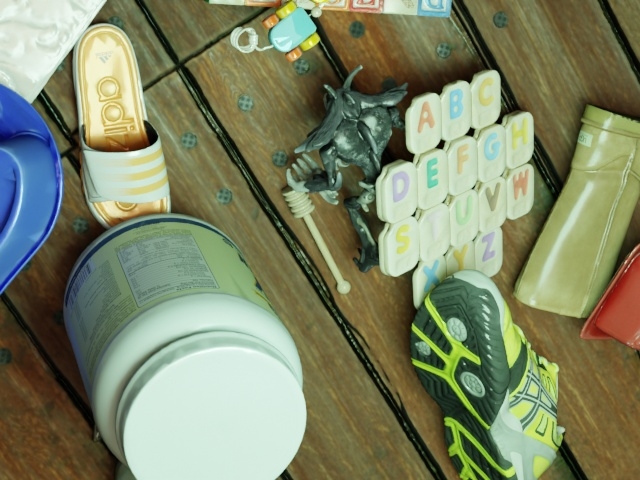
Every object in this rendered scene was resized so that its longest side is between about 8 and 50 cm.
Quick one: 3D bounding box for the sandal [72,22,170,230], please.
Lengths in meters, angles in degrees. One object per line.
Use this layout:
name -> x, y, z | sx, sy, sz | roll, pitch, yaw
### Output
sandal -> -0.241, -0.122, 1.794 | 0.102, 0.076, 0.265 | -14, 106, -11

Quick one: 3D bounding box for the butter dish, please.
butter dish -> 0.442, 0.090, 1.967 | 0.160, 0.118, 0.160 | 4, 122, -48

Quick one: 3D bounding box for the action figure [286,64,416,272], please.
action figure -> 0.041, -0.097, 1.833 | 0.164, 0.141, 0.276 | -34, 126, -20

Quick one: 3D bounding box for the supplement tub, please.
supplement tub -> -0.156, 0.131, 1.725 | 0.235, 0.325, 0.235 | -8, 117, -15

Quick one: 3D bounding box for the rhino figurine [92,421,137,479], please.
rhino figurine -> -0.239, 0.325, 1.899 | 0.106, 0.073, 0.243 | 5, 103, -13

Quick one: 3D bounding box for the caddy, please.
caddy -> -0.448, -0.029, 1.709 | 0.241, 0.179, 0.341 | 41, 95, 0

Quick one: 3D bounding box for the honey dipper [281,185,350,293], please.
honey dipper -> 0.000, 0.000, 1.913 | 0.030, 0.030, 0.161 | -31, 110, -6

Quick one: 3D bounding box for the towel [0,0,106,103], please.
towel -> -0.379, -0.369, 1.714 | 0.332, 0.053, 0.317 | 36, 91, -19

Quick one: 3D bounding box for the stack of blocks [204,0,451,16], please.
stack of blocks -> 0.009, -0.361, 1.801 | 0.297, 0.087, 0.171 | 1, 102, -15

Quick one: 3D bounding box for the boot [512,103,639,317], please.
boot -> 0.394, -0.028, 1.989 | 0.236, 0.089, 0.270 | 13, 103, -19

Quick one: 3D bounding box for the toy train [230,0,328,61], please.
toy train -> -0.046, -0.290, 1.733 | 0.125, 0.046, 0.166 | 13, 96, -16

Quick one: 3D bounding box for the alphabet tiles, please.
alphabet tiles -> 0.172, -0.060, 1.868 | 0.284, 0.021, 0.278 | -24, 120, -40

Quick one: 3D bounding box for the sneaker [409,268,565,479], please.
sneaker -> 0.221, 0.170, 1.932 | 0.147, 0.145, 0.385 | -42, 138, -27
